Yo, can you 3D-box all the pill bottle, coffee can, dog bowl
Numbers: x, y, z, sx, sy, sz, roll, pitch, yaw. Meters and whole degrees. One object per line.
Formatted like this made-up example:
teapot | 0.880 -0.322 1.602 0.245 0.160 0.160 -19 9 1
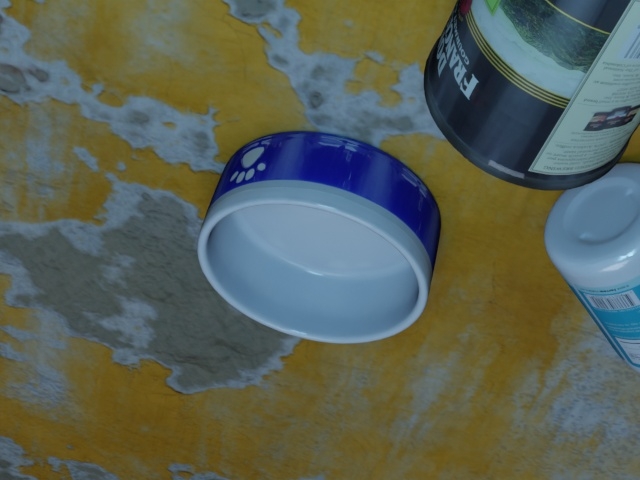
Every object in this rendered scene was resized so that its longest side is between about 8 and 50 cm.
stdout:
pill bottle | 0.353 0.049 1.748 0.146 0.146 0.264 -10 137 32
coffee can | 0.224 -0.202 1.414 0.202 0.201 0.275 19 144 -4
dog bowl | 0.000 0.000 1.855 0.265 0.104 0.265 10 144 8
